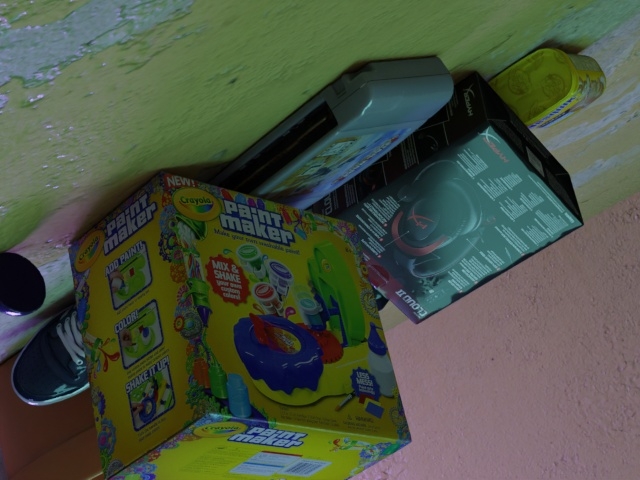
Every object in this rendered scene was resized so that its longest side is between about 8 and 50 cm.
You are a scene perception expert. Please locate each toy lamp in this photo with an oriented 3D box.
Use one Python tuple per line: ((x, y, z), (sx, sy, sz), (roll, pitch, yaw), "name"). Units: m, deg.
((-0.395, 0.110, 1.618), (0.275, 0.080, 0.080), (-37, 167, 38), "toy lamp")

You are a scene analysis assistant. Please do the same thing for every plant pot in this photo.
((-0.320, 0.237, 2.067), (0.291, 0.203, 0.291), (-27, 168, -6), "plant pot")

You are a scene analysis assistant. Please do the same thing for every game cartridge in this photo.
((0.005, -0.105, 1.703), (0.297, 0.062, 0.198), (-36, 163, 35), "game cartridge")

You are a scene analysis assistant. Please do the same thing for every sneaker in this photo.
((-0.263, 0.099, 1.836), (0.282, 0.099, 0.153), (-34, 175, -5), "sneaker")

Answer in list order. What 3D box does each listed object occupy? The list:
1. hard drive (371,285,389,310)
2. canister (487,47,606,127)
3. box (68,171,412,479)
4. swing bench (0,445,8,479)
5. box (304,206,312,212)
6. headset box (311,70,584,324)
((0.125, -0.017, 2.116), (0.254, 0.054, 0.172), (-57, 172, -7), "hard drive")
((0.293, -0.194, 1.961), (0.126, 0.073, 0.170), (-33, 170, 25), "canister")
((-0.090, 0.112, 1.633), (0.290, 0.279, 0.177), (14, 142, -43), "box")
((-0.436, 0.361, 2.220), (0.165, 0.253, 0.255), (-35, 168, 34), "swing bench")
((0.000, 0.000, 2.089), (0.126, 0.072, 0.137), (-20, 168, -3), "box")
((0.144, -0.040, 1.900), (0.293, 0.110, 0.218), (-33, 125, 22), "headset box")
